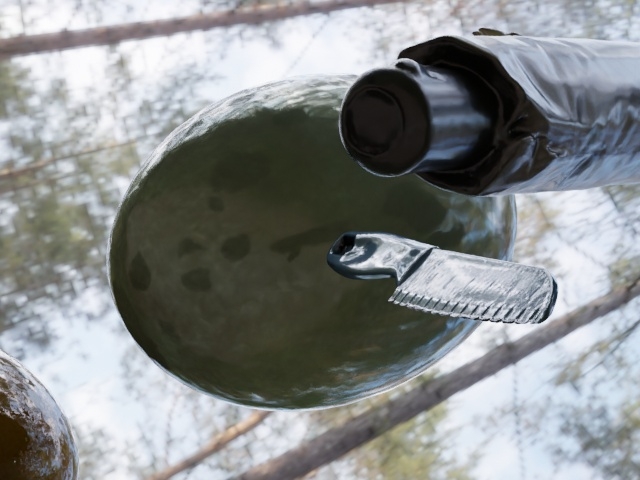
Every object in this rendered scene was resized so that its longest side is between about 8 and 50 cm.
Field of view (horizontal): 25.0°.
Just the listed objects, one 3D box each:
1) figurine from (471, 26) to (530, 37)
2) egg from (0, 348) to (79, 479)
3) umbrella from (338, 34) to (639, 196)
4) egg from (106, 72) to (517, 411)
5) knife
[{"bbox_3d":[0.189,-0.184,1.457,0.083,0.047,0.051,11,-86,-3],"label":"figurine"},{"bbox_3d":[-0.394,0.212,1.302,0.351,0.282,0.283,1,-76,2],"label":"egg"},{"bbox_3d":[0.119,-0.058,0.661,0.073,0.337,0.067,21,-73,35],"label":"umbrella"},{"bbox_3d":[0.000,0.000,1.131,0.258,0.352,0.259,27,-53,41],"label":"egg"},{"bbox_3d":[0.053,0.017,0.766,0.019,0.044,0.313,49,-11,-14],"label":"knife"}]
